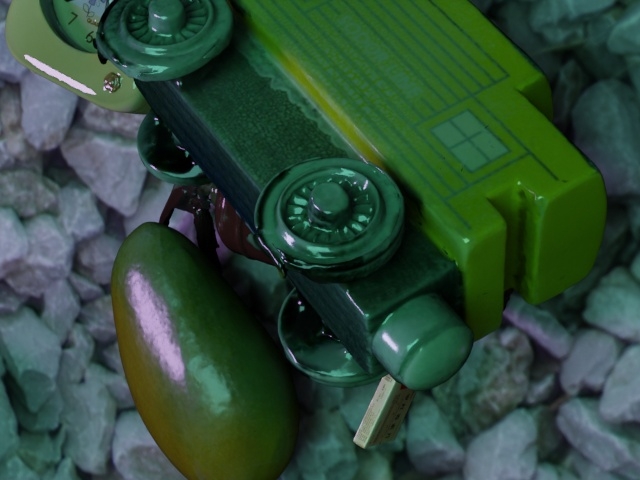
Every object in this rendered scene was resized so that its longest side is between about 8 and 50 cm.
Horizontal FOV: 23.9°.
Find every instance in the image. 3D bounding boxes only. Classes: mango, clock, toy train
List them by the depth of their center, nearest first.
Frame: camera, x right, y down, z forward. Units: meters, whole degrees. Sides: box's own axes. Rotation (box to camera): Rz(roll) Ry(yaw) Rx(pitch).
[{"bbox_3d":[0.021,-0.084,1.162,0.272,0.179,0.442,-29,55,-16],"label":"toy train"},{"bbox_3d":[-0.111,0.106,1.322,0.251,0.114,0.156,56,145,4],"label":"mango"},{"bbox_3d":[-0.182,-0.243,1.386,0.170,0.069,0.232,29,102,22],"label":"clock"}]

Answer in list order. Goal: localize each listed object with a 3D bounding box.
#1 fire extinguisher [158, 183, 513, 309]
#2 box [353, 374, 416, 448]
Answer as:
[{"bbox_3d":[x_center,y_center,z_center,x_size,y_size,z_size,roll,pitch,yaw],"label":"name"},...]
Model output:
[{"bbox_3d":[0.000,0.000,1.297,0.337,0.106,0.147,18,122,25],"label":"fire extinguisher"},{"bbox_3d":[0.063,0.131,1.286,0.015,0.058,0.093,30,103,25],"label":"box"}]
